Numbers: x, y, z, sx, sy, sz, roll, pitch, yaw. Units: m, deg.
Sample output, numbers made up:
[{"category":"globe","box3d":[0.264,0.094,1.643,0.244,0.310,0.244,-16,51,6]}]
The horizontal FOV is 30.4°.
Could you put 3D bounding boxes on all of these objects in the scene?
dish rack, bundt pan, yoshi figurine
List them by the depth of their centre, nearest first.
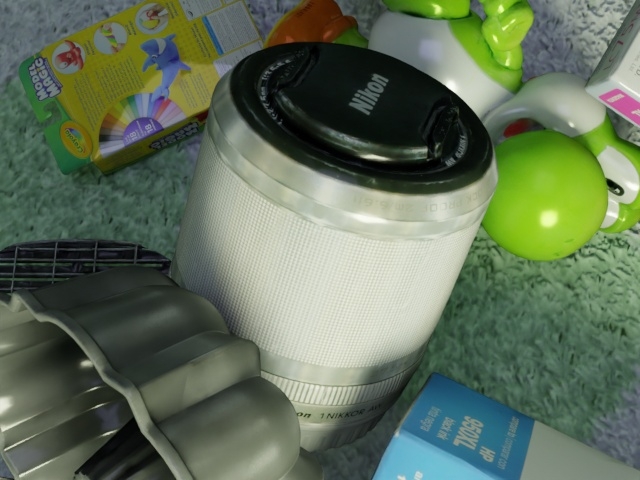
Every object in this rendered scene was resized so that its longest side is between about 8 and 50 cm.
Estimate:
[{"category":"bundt pan","box3d":[-0.112,0.162,0.852,0.124,0.331,0.331,-27,74,-33]},{"category":"yoshi figurine","box3d":[0.123,-0.112,1.006,0.362,0.203,0.203,35,81,5]},{"category":"dish rack","box3d":[-0.221,0.135,1.047,0.208,0.074,0.272,1,76,4]}]

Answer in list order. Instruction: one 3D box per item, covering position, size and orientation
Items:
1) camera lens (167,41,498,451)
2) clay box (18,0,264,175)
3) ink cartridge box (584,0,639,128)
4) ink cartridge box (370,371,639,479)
[{"category":"camera lens","box3d":[0.000,0.000,0.922,0.219,0.274,0.219,13,35,-9]},{"category":"clay box","box3d":[-0.160,-0.154,1.113,0.222,0.053,0.127,-25,77,-1]},{"category":"ink cartridge box","box3d":[0.390,-0.116,0.958,0.311,0.065,0.186,32,79,-4]},{"category":"ink cartridge box","box3d":[0.192,0.322,0.875,0.394,0.166,0.286,25,103,10]}]
